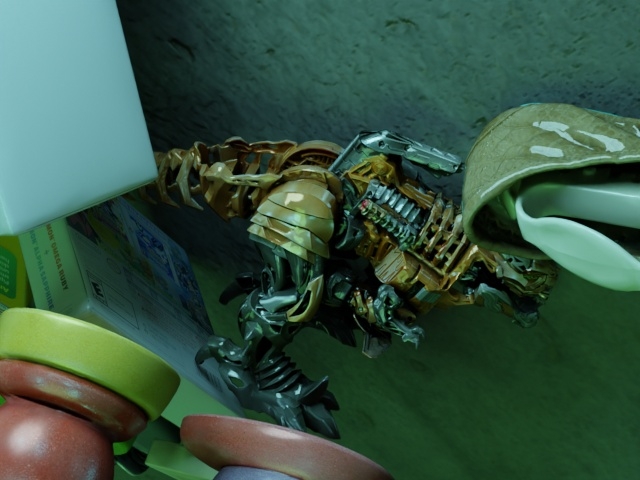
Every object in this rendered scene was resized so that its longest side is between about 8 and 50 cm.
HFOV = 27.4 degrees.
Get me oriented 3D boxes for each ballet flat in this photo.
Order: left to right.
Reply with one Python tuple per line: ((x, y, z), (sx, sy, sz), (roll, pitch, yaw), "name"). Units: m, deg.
((0.231, -0.014, 0.746), (0.342, 0.124, 0.116), (8, 135, 30), "ballet flat")

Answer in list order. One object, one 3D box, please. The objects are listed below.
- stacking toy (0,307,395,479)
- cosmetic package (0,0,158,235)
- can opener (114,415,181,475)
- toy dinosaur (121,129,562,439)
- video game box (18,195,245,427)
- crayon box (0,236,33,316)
((-0.126, 0.179, 0.914), (0.309, 0.130, 0.279), (28, 157, -22), "stacking toy")
((-0.251, -0.122, 0.851), (0.224, 0.138, 0.224), (-3, 106, 36), "cosmetic package")
((-0.260, 0.123, 1.309), (0.283, 0.076, 0.095), (44, 109, -9), "can opener")
((0.000, 0.000, 0.937), (0.322, 0.164, 0.218), (31, 130, 21), "toy dinosaur")
((-0.149, 0.036, 0.993), (0.048, 0.187, 0.205), (-31, 140, 12), "video game box")
((-0.310, -0.075, 1.113), (0.203, 0.083, 0.323), (28, 140, 9), "crayon box")
